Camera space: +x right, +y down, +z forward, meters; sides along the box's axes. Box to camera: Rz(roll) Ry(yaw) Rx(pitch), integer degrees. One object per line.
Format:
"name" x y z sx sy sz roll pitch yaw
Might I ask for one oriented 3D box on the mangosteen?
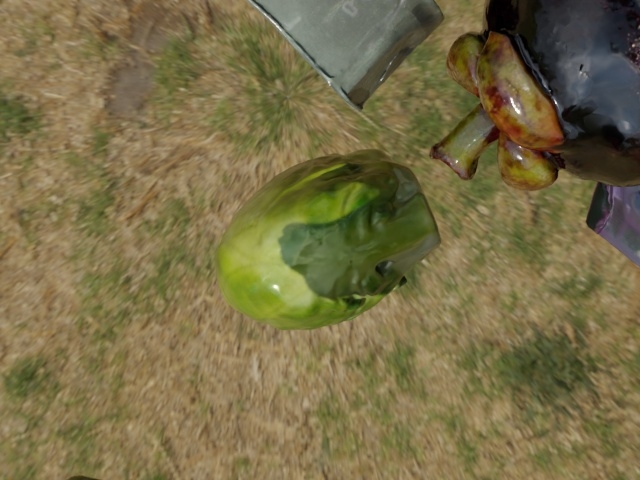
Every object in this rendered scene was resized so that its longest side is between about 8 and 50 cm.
"mangosteen" 0.189 -0.127 0.978 0.250 0.211 0.211 -30 96 11

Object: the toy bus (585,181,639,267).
"toy bus" 0.385 0.010 1.252 0.274 0.090 0.112 43 130 25

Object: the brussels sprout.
"brussels sprout" 0.000 0.000 1.234 0.223 0.223 0.161 -32 81 2

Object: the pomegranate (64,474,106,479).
"pomegranate" -0.059 0.256 0.895 0.277 0.204 0.222 30 92 30

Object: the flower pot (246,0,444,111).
"flower pot" -0.015 -0.219 1.019 0.229 0.103 0.108 45 97 1
